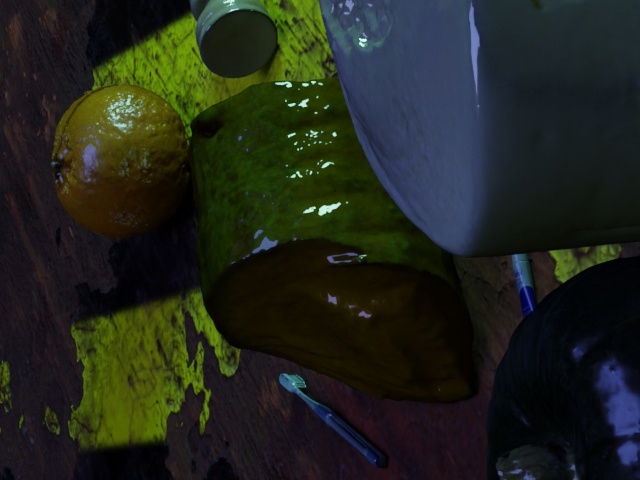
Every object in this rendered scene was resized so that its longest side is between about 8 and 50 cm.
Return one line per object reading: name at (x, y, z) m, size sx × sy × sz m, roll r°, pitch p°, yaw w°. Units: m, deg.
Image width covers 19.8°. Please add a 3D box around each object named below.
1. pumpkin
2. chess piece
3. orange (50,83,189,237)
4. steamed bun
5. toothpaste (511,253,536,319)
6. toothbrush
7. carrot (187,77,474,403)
pumpkin at (0.232, 0.156, 1.311) m, size 0.300 × 0.207 × 0.300 m, roll 179°, pitch 90°, yaw -70°
chess piece at (-0.110, -0.273, 2.138) m, size 0.170 × 0.094 × 0.094 m, roll -110°, pitch 37°, yaw -49°
orange at (-0.253, -0.100, 2.278) m, size 0.193 × 0.161 × 0.193 m, roll -12°, pitch 76°, yaw 54°
steamed bun at (0.185, -0.181, 1.321) m, size 0.290 × 0.371 × 0.456 m, roll 103°, pitch 157°, yaw -48°
toothpaste at (0.185, 0.049, 1.636) m, size 0.024 × 0.015 × 0.083 m, roll 145°, pitch 119°, yaw -63°
toothbrush at (0.012, 0.186, 1.917) m, size 0.219 × 0.019 × 0.016 m, roll 35°, pitch 119°, yaw 56°
carrot at (0.000, 0.000, 1.746) m, size 0.241 × 0.241 × 0.341 m, roll -48°, pitch 46°, yaw 47°
